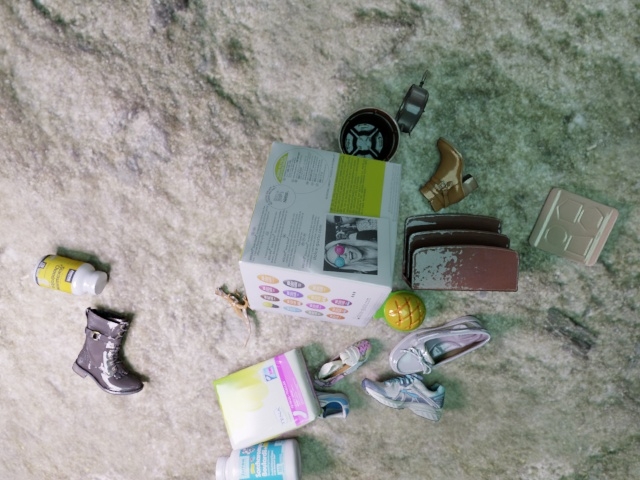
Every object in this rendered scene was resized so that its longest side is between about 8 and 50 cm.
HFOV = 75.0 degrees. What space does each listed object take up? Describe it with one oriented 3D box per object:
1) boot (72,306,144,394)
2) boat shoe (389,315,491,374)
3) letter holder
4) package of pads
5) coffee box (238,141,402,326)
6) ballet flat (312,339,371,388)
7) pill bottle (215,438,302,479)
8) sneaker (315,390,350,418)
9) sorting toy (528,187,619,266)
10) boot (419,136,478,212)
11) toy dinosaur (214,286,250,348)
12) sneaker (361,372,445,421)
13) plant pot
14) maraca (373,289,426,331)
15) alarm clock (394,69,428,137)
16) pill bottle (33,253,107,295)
[{"bbox_3d":[-0.664,0.353,1.340,0.263,0.091,0.228,24,99,-1],"label":"boot"},{"bbox_3d":[0.371,0.338,1.314,0.321,0.103,0.118,-22,98,4],"label":"boat shoe"},{"bbox_3d":[0.410,0.030,1.241,0.303,0.152,0.214,1,97,1],"label":"letter holder"},{"bbox_3d":[-0.165,0.501,1.316,0.297,0.101,0.228,-22,75,5],"label":"package of pads"},{"bbox_3d":[0.000,0.000,1.083,0.335,0.337,0.337,10,63,0],"label":"coffee box"},{"bbox_3d":[0.065,0.395,1.336,0.222,0.076,0.079,-40,139,10],"label":"ballet flat"},{"bbox_3d":[-0.200,0.742,1.367,0.265,0.146,0.146,-8,99,2],"label":"pill bottle"},{"bbox_3d":[-0.023,0.538,1.363,0.238,0.086,0.085,0,101,2],"label":"sneaker"},{"bbox_3d":[0.774,-0.041,1.283,0.209,0.038,0.192,20,99,2],"label":"sorting toy"},{"bbox_3d":[0.359,-0.193,1.246,0.153,0.073,0.197,-33,95,10],"label":"boot"},{"bbox_3d":[-0.251,0.224,1.336,0.112,0.064,0.211,-36,88,24],"label":"toy dinosaur"},{"bbox_3d":[0.270,0.478,1.352,0.283,0.110,0.122,19,87,-9],"label":"sneaker"},{"bbox_3d":[0.131,-0.282,1.186,0.167,0.165,0.166,0,98,1],"label":"plant pot"},{"bbox_3d":[0.242,0.212,1.292,0.186,0.099,0.127,21,86,-12],"label":"maraca"},{"bbox_3d":[0.266,-0.389,1.184,0.064,0.129,0.191,20,99,-2],"label":"alarm clock"},{"bbox_3d":[-0.772,0.112,1.296,0.184,0.103,0.103,14,99,-1],"label":"pill bottle"}]
